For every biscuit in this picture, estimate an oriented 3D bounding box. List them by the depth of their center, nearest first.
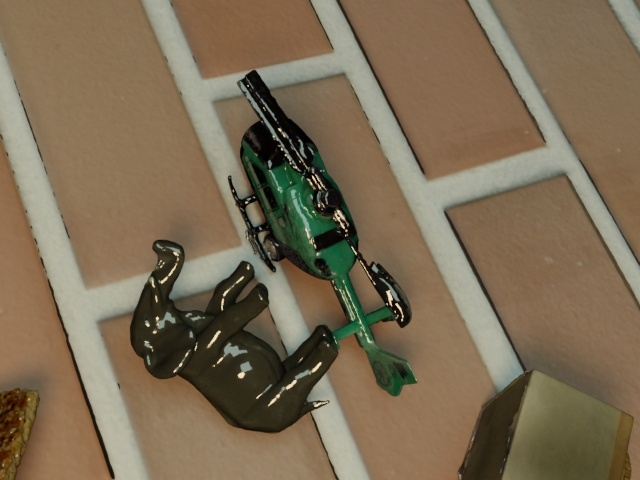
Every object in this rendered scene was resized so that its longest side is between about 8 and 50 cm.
[{"bbox_3d":[-0.337,0.239,0.916,0.131,0.025,0.231,-15,45,22],"label":"biscuit"}]

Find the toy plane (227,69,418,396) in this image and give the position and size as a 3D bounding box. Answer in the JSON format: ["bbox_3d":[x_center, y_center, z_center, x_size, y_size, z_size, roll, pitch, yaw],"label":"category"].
[{"bbox_3d":[0.000,0.000,1.117,0.106,0.155,0.382,-22,88,-23],"label":"toy plane"}]

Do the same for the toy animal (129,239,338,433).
[{"bbox_3d":[-0.097,0.103,1.037,0.245,0.114,0.146,43,98,5],"label":"toy animal"}]

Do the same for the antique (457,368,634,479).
[{"bbox_3d":[0.234,0.246,1.049,0.148,0.147,0.152,25,60,-3],"label":"antique"}]
